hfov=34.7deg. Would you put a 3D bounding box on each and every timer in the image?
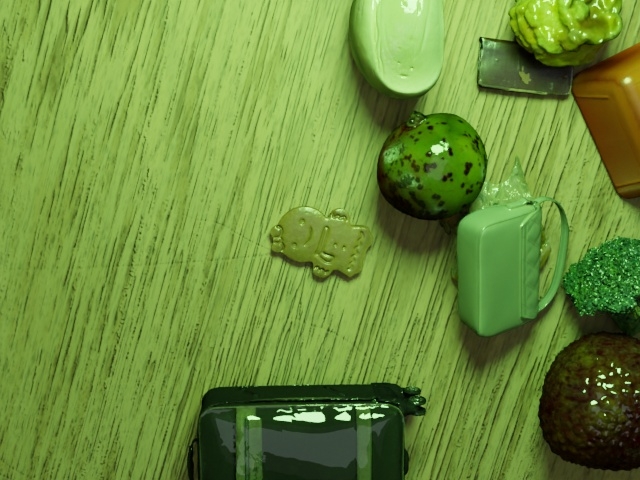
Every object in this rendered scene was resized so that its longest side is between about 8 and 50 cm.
[{"bbox_3d":[0.630,-0.237,1.842,0.250,0.161,0.257,-29,99,-13],"label":"timer"}]

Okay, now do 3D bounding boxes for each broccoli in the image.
[{"bbox_3d":[0.557,0.097,1.887,0.219,0.194,0.194,-44,99,-19],"label":"broccoli"}]

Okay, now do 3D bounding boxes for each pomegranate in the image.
[{"bbox_3d":[0.202,-0.119,1.814,0.198,0.246,0.198,-7,65,15],"label":"pomegranate"}]

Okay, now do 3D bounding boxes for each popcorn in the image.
[{"bbox_3d":[0.425,-0.394,1.772,0.197,0.155,0.198,0,78,1],"label":"popcorn"}]

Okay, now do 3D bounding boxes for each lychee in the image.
[{"bbox_3d":[0.523,0.295,1.854,0.260,0.260,0.261,0,99,-3],"label":"lychee"}]

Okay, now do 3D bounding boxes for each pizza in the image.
[{"bbox_3d":[0.341,-0.027,1.892,0.181,0.034,0.262,4,99,-3],"label":"pizza"}]

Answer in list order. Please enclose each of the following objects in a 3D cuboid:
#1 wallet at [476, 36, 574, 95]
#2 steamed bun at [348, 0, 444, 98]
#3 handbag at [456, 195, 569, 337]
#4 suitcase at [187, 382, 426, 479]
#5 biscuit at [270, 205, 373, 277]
[{"bbox_3d":[0.370,-0.314,1.853,0.176,0.026,0.095,4,93,-6],"label":"wallet"},{"bbox_3d":[0.128,-0.365,1.743,0.154,0.200,0.250,-4,96,-1],"label":"steamed bun"},{"bbox_3d":[0.352,0.041,1.843,0.219,0.079,0.256,-16,120,-23],"label":"handbag"},{"bbox_3d":[-0.025,0.405,1.864,0.433,0.194,0.283,0,99,-2],"label":"suitcase"},{"bbox_3d":[0.005,-0.003,1.883,0.184,0.027,0.133,31,98,-7],"label":"biscuit"}]
